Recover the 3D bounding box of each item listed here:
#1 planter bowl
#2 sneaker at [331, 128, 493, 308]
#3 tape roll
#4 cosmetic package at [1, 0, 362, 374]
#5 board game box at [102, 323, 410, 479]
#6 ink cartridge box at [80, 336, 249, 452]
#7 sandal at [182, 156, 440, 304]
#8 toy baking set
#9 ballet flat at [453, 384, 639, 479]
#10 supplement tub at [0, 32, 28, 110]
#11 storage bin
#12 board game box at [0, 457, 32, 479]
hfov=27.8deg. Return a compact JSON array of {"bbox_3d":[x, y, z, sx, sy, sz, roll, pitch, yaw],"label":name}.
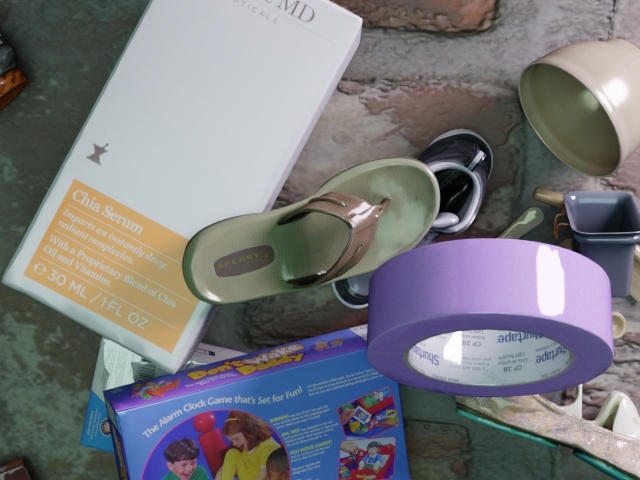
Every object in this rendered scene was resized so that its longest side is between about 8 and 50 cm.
[{"bbox_3d":[0.328,-0.170,1.519,0.109,0.162,0.162,-38,96,-17],"label":"planter bowl"},{"bbox_3d":[0.104,-0.020,1.549,0.101,0.153,0.268,40,100,-3],"label":"sneaker"},{"bbox_3d":[0.190,0.094,1.463,0.275,0.275,0.090,2,64,3],"label":"tape roll"},{"bbox_3d":[-0.154,-0.099,1.510,0.230,0.161,0.453,27,89,0],"label":"cosmetic package"},{"bbox_3d":[-0.068,0.257,1.566,0.347,0.078,0.233,-12,106,-19],"label":"board game box"},{"bbox_3d":[-0.185,0.203,1.639,0.203,0.086,0.148,14,99,1],"label":"ink cartridge box"},{"bbox_3d":[-0.001,0.002,1.415,0.303,0.086,0.120,-22,103,-13],"label":"sandal"},{"bbox_3d":[0.298,0.034,1.607,0.256,0.030,0.197,22,100,0],"label":"toy baking set"},{"bbox_3d":[0.324,0.223,1.606,0.316,0.107,0.106,24,87,-1],"label":"ballet flat"},{"bbox_3d":[-0.451,-0.237,1.567,0.117,0.117,0.190,-39,95,9],"label":"supplement tub"},{"bbox_3d":[0.325,0.007,1.525,0.098,0.135,0.091,-1,112,4],"label":"storage bin"},{"bbox_3d":[-0.494,0.397,1.672,0.281,0.027,0.145,-21,109,-9],"label":"board game box"}]
